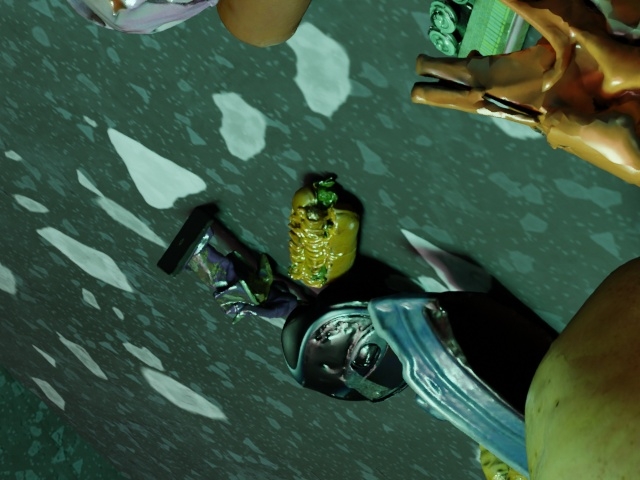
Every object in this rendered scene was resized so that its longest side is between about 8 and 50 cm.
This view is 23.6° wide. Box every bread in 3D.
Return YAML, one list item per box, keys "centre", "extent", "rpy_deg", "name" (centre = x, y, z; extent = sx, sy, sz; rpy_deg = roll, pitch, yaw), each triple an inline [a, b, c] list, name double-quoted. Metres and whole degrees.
- centre: [0.192, 0.205, 1.584]
  extent: [0.053, 0.132, 0.074]
  rpy_deg: [-15, 140, 12]
  name: "bread"

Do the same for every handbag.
- centre: [0.273, -0.036, 0.840]
  extent: [0.410, 0.116, 0.303]
  rpy_deg: [28, -170, 15]
  name: "handbag"

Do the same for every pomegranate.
- centre: [0.298, 0.137, 1.044]
  extent: [0.338, 0.338, 0.338]
  rpy_deg: [29, 157, 14]
  name: "pomegranate"

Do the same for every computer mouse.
- centre: [0.032, 0.117, 1.619]
  extent: [0.137, 0.096, 0.233]
  rpy_deg: [11, 160, -8]
  name: "computer mouse"

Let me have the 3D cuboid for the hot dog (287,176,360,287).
- centre: [0.000, 0.000, 1.527]
  extent: [0.072, 0.055, 0.188]
  rpy_deg: [31, 159, 12]
  name: "hot dog"

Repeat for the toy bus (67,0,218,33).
- centre: [-0.164, -0.272, 1.027]
  extent: [0.302, 0.147, 0.127]
  rpy_deg: [49, 170, 9]
  name: "toy bus"

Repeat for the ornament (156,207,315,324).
- centre: [-0.082, 0.050, 1.720]
  extent: [0.203, 0.088, 0.081]
  rpy_deg: [33, 180, -26]
  name: "ornament"

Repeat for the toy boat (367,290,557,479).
- centre: [0.169, 0.145, 1.483]
  extent: [0.309, 0.129, 0.142]
  rpy_deg: [37, 144, -16]
  name: "toy boat"

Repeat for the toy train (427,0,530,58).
- centre: [0.115, -0.163, 1.068]
  extent: [0.071, 0.038, 0.148]
  rpy_deg: [32, 158, 9]
  name: "toy train"

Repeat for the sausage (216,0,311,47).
- centre: [-0.034, -0.206, 1.145]
  extent: [0.077, 0.077, 0.194]
  rpy_deg: [35, 155, -1]
  name: "sausage"
